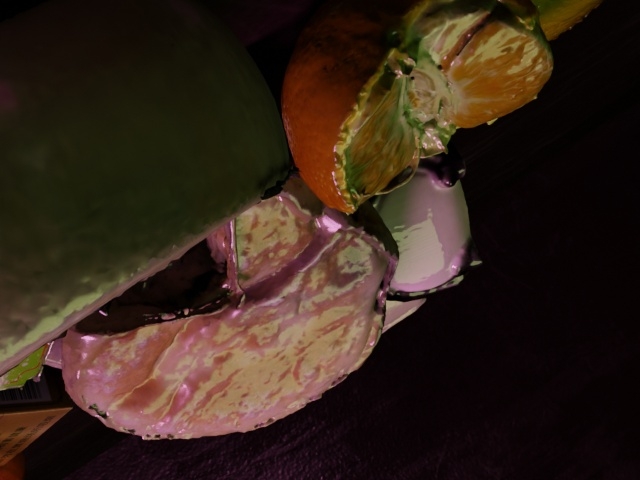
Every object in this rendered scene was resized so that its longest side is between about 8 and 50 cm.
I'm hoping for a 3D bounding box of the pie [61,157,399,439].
[{"bbox_3d":[-0.075,0.072,0.979,0.337,0.075,0.337,-19,137,-19],"label":"pie"}]

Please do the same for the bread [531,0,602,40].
[{"bbox_3d":[0.227,-0.270,0.907,0.166,0.112,0.383,-31,171,-20],"label":"bread"}]

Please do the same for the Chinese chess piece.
[{"bbox_3d":[-0.180,-0.001,0.601,0.349,0.146,0.349,-35,-176,3],"label":"Chinese chess piece"}]

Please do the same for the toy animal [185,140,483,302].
[{"bbox_3d":[0.000,0.000,1.166,0.310,0.251,0.251,-22,168,-12],"label":"toy animal"}]

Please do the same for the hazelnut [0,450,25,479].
[{"bbox_3d":[-0.457,0.285,1.244,0.214,0.176,0.214,-22,136,-23],"label":"hazelnut"}]

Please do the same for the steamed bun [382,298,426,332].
[{"bbox_3d":[0.020,0.013,1.393,0.146,0.164,0.242,-35,-148,-5],"label":"steamed bun"}]

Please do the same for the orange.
[{"bbox_3d":[0.065,-0.141,0.871,0.237,0.158,0.179,-38,162,-4],"label":"orange"}]

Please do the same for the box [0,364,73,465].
[{"bbox_3d":[-0.399,0.187,1.078,0.240,0.071,0.159,3,147,-48],"label":"box"}]

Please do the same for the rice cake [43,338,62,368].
[{"bbox_3d":[-0.254,0.088,0.981,0.057,0.052,0.256,-49,138,15],"label":"rice cake"}]

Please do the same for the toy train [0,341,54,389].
[{"bbox_3d":[-0.249,0.041,0.859,0.081,0.060,0.202,-4,131,-43],"label":"toy train"}]
